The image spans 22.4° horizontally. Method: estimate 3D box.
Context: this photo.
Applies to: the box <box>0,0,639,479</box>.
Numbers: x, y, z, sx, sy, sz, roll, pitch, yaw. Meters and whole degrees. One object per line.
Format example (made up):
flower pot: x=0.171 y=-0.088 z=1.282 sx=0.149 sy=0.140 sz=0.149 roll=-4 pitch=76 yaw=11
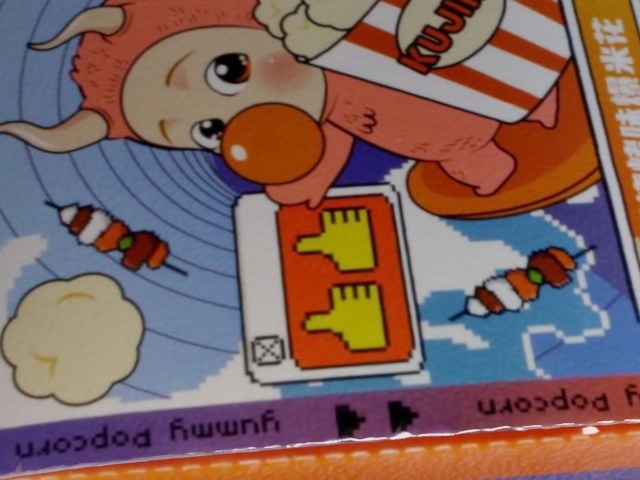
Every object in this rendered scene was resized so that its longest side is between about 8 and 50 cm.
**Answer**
box: x=0.000 y=0.000 z=0.715 sx=0.319 sy=0.257 sz=0.348 roll=-4 pitch=54 yaw=-3
